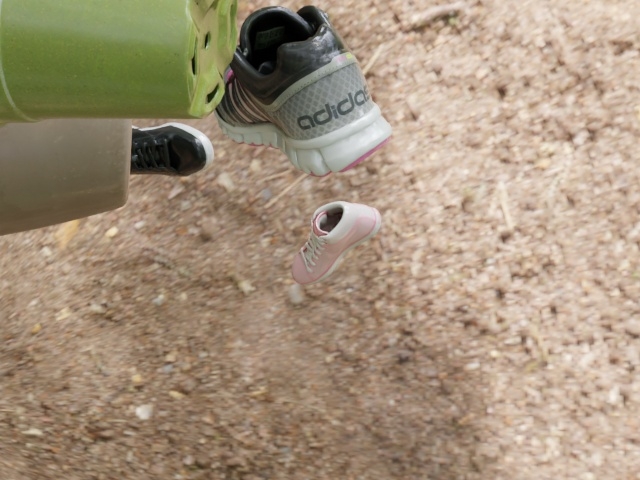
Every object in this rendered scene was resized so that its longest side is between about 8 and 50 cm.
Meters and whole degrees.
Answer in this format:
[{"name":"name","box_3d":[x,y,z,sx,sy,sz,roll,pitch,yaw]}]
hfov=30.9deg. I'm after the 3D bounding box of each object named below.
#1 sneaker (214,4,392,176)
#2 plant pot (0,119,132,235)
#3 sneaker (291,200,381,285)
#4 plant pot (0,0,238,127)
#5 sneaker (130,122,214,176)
[{"name":"sneaker","box_3d":[-0.020,-0.088,0.601,0.063,0.170,0.075,-26,114,-14]},{"name":"plant pot","box_3d":[-0.269,-0.099,0.931,0.229,0.263,0.263,1,82,-11]},{"name":"sneaker","box_3d":[0.000,0.000,1.321,0.070,0.134,0.051,16,43,-47]},{"name":"plant pot","box_3d":[-0.071,-0.070,0.382,0.079,0.083,0.083,11,77,10]},{"name":"sneaker","box_3d":[-0.260,-0.109,1.590,0.121,0.217,0.079,-37,126,-46]}]
